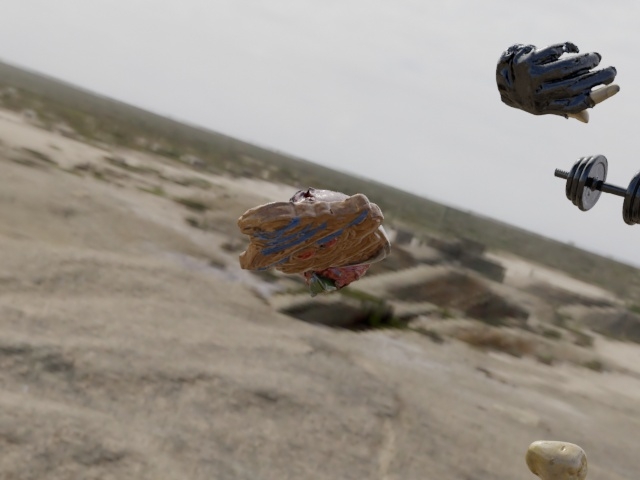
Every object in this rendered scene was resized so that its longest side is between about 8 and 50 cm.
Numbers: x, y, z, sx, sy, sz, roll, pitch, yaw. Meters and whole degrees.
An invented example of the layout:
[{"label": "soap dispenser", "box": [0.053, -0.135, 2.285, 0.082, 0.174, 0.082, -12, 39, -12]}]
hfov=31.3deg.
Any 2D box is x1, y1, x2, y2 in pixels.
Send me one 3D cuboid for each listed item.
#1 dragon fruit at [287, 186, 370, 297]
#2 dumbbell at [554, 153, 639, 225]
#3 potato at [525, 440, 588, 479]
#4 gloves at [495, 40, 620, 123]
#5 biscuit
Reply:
[{"label": "dragon fruit", "box": [0.018, -0.003, 2.111, 0.172, 0.210, 0.172, -13, -16, -4]}, {"label": "dumbbell", "box": [0.474, -0.082, 1.846, 0.208, 0.099, 0.099, 21, 2, 32]}, {"label": "potato", "box": [0.325, 0.307, 1.576, 0.083, 0.068, 0.062, 22, -11, 23]}, {"label": "gloves", "box": [0.375, -0.245, 1.791, 0.180, 0.129, 0.106, 11, 19, 35]}, {"label": "biscuit", "box": [0.000, 0.000, 1.401, 0.183, 0.043, 0.280, -26, -26, 29]}]
